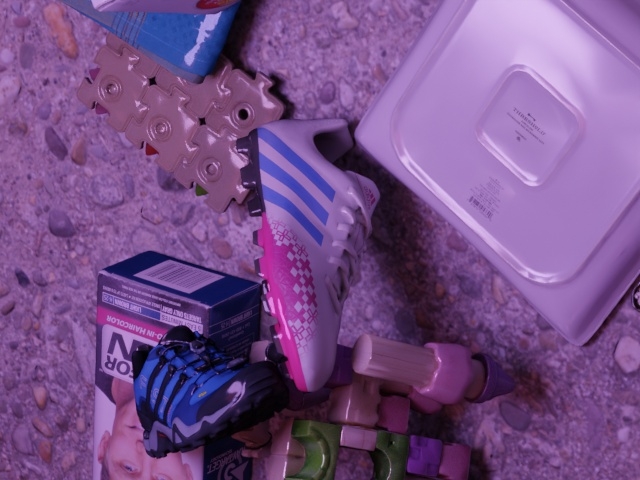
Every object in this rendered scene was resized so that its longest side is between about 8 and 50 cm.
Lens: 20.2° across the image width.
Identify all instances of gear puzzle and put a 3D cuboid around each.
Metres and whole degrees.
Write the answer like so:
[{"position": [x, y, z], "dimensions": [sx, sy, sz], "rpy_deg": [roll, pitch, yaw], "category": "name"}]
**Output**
[{"position": [-0.118, -0.138, 2.063], "dimensions": [0.339, 0.044, 0.175], "rpy_deg": [39, 115, 15], "category": "gear puzzle"}]

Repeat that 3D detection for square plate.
[{"position": [0.222, -0.116, 1.825], "dimensions": [0.347, 0.049, 0.344], "rpy_deg": [44, 124, 17], "category": "square plate"}]

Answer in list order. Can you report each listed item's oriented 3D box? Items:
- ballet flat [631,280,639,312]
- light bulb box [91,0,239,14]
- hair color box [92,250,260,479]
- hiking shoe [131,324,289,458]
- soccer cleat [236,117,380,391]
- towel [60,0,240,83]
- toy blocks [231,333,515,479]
[{"position": [0.349, 0.035, 1.787], "dimensions": [0.041, 0.041, 0.114], "rpy_deg": [49, 125, 13], "category": "ballet flat"}, {"position": [-0.093, -0.457, 1.788], "dimensions": [0.358, 0.225, 0.361], "rpy_deg": [-23, 84, 30], "category": "light bulb box"}, {"position": [-0.177, 0.204, 2.169], "dimensions": [0.173, 0.105, 0.347], "rpy_deg": [16, 113, 31], "category": "hair color box"}, {"position": [-0.139, 0.155, 1.945], "dimensions": [0.304, 0.113, 0.132], "rpy_deg": [-26, 85, 59], "category": "hiking shoe"}, {"position": [0.000, 0.000, 1.885], "dimensions": [0.143, 0.116, 0.331], "rpy_deg": [-11, 56, 0], "category": "soccer cleat"}, {"position": [-0.161, -0.393, 1.989], "dimensions": [0.271, 0.040, 0.370], "rpy_deg": [33, 112, 22], "category": "towel"}, {"position": [0.079, 0.256, 1.961], "dimensions": [0.309, 0.260, 0.289], "rpy_deg": [-12, 67, 60], "category": "toy blocks"}]
